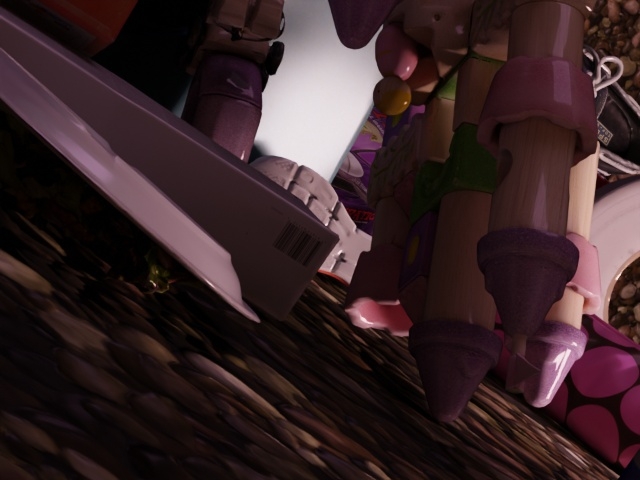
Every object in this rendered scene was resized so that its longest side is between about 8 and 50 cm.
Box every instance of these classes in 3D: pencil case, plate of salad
[{"bbox_3d":[0.214,0.104,1.402,0.209,0.098,0.095,36,5,32],"label":"pencil case"},{"bbox_3d":[-0.107,-0.024,0.789,0.200,0.048,0.200,43,-2,2],"label":"plate of salad"}]

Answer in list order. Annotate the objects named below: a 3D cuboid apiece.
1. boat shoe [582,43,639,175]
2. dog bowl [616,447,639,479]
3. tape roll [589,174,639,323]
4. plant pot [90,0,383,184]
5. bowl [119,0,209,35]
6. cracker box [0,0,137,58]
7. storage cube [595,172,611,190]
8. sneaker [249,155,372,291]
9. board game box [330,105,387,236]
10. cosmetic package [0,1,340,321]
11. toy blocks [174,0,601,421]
[{"bbox_3d":[0.260,-0.156,1.908,0.105,0.113,0.306,18,-20,50],"label":"boat shoe"},{"bbox_3d":[0.205,0.171,0.622,0.265,0.104,0.265,34,4,-3],"label":"dog bowl"},{"bbox_3d":[0.312,0.061,1.620,0.246,0.246,0.169,34,4,2],"label":"tape roll"},{"bbox_3d":[-0.048,-0.152,1.344,0.165,0.234,0.165,30,7,-39],"label":"plant pot"},{"bbox_3d":[-0.216,-0.235,1.151,0.391,0.077,0.391,16,-11,3],"label":"bowl"},{"bbox_3d":[-0.196,-0.162,1.028,0.155,0.067,0.232,33,-15,-17],"label":"cracker box"},{"bbox_3d":[0.189,-0.016,1.862,0.215,0.193,0.183,38,6,26],"label":"storage cube"},{"bbox_3d":[0.000,0.000,1.310,0.158,0.061,0.065,40,-12,-13],"label":"sneaker"},{"bbox_3d":[-0.016,-0.126,1.645,0.208,0.056,0.347,14,34,-47],"label":"board game box"},{"bbox_3d":[-0.110,-0.050,0.942,0.239,0.060,0.099,33,6,-16],"label":"cosmetic package"},{"bbox_3d":[0.067,-0.013,1.058,0.309,0.260,0.288,15,-22,-13],"label":"toy blocks"}]
